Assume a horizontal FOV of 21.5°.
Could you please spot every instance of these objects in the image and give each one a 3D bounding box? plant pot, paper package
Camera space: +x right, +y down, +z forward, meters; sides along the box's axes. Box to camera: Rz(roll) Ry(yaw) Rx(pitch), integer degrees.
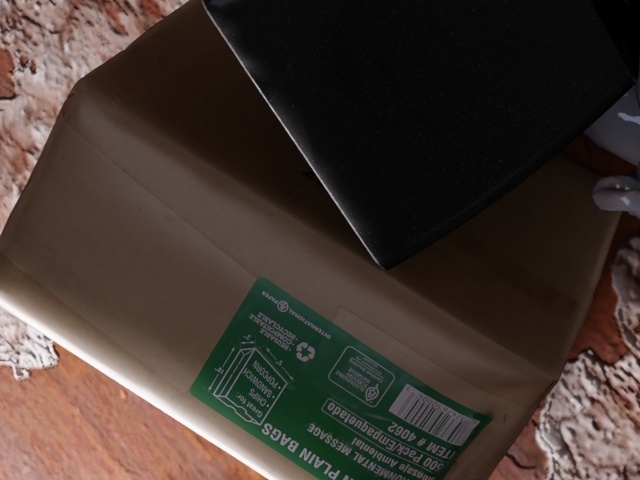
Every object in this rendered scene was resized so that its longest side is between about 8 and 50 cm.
[{"bbox_3d":[0.072,-0.130,0.911,0.167,0.188,0.187,-23,116,24],"label":"plant pot"},{"bbox_3d":[0.000,0.000,1.074,0.325,0.309,0.168,32,119,3],"label":"paper package"}]

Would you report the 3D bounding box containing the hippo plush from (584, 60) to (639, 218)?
[{"bbox_3d":[0.228,-0.069,0.993,0.234,0.236,0.294,11,108,27],"label":"hippo plush"}]
